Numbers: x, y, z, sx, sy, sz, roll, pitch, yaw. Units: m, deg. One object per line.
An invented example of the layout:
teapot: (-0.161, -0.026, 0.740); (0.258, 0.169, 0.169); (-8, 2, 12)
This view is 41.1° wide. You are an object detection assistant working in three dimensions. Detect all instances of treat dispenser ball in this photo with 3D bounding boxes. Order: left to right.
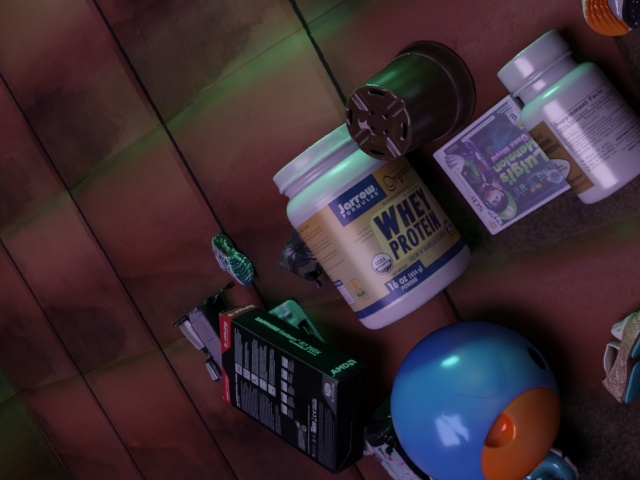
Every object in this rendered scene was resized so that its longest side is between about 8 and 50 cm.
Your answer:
treat dispenser ball: (0.265, 0.283, 1.466); (0.288, 0.288, 0.288); (22, 129, 30)

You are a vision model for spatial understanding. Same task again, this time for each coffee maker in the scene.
coffee maker: (-0.233, 0.223, 1.999); (0.178, 0.120, 0.171); (54, 137, 0)

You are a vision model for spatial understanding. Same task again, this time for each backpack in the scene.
backpack: (0.178, 0.417, 1.754); (0.115, 0.152, 0.182); (-10, 121, 50)

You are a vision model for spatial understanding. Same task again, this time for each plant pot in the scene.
plant pot: (0.135, -0.214, 1.356); (0.167, 0.165, 0.167); (21, 128, 30)

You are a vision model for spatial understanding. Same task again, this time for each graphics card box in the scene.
graphics card box: (-0.065, 0.303, 1.801); (0.371, 0.094, 0.233); (23, 121, 42)

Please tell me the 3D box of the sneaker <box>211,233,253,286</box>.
sneaker: (-0.198, 0.049, 1.916); (0.135, 0.052, 0.058); (55, 148, 10)

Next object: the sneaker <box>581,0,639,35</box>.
sneaker: (0.366, -0.398, 1.059); (0.099, 0.121, 0.262); (4, 127, 9)

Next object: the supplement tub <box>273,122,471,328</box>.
supplement tub: (0.085, -0.033, 1.469); (0.316, 0.228, 0.228); (54, 138, -1)

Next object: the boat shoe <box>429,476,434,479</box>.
boat shoe: (0.224, 0.362, 1.671); (0.083, 0.075, 0.226); (-24, 81, 54)

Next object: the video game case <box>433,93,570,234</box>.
video game case: (0.295, -0.119, 1.380); (0.173, 0.022, 0.190); (53, 138, 1)

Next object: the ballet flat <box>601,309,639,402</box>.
ballet flat: (0.490, 0.170, 1.360); (0.067, 0.073, 0.206); (36, 133, 39)

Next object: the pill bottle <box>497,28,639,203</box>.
pill bottle: (0.359, -0.177, 1.204); (0.229, 0.131, 0.131); (53, 138, 2)

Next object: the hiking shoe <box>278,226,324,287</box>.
hiking shoe: (0.000, 0.000, 1.690); (0.114, 0.086, 0.227); (32, 140, 4)

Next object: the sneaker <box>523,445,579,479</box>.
sneaker: (0.366, 0.464, 1.557); (0.107, 0.110, 0.275); (43, 135, 6)

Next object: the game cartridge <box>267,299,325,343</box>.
game cartridge: (-0.045, 0.287, 1.922); (0.196, 0.060, 0.294); (-32, 92, 44)

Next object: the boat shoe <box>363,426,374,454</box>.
boat shoe: (0.053, 0.443, 1.858); (0.079, 0.081, 0.227); (61, 161, 0)
